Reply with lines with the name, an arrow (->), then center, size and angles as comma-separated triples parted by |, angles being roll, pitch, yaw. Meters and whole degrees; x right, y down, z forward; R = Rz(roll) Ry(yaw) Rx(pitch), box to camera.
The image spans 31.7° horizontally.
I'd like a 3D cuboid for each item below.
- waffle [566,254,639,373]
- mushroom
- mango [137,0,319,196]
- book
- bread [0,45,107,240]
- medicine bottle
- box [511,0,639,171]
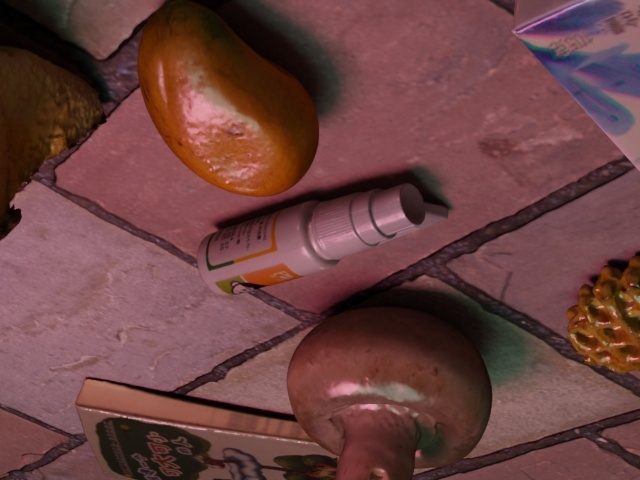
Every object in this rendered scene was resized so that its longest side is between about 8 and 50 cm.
waffle -> 0.313, 0.084, 1.002 | 0.194, 0.051, 0.149 | 17, 148, -7
mushroom -> 0.062, 0.169, 1.078 | 0.204, 0.204, 0.204 | 9, 147, 6
mango -> -0.072, -0.097, 0.820 | 0.165, 0.089, 0.115 | 36, 139, -28
book -> -0.113, 0.279, 1.443 | 0.370, 0.043, 0.260 | 9, 148, 5
bread -> -0.279, -0.078, 0.809 | 0.174, 0.252, 0.133 | 0, 124, 21
medicine bottle -> 0.000, 0.000, 0.978 | 0.220, 0.061, 0.092 | -17, 161, 37
box -> 0.274, -0.141, 0.614 | 0.274, 0.116, 0.203 | -19, 136, 39
